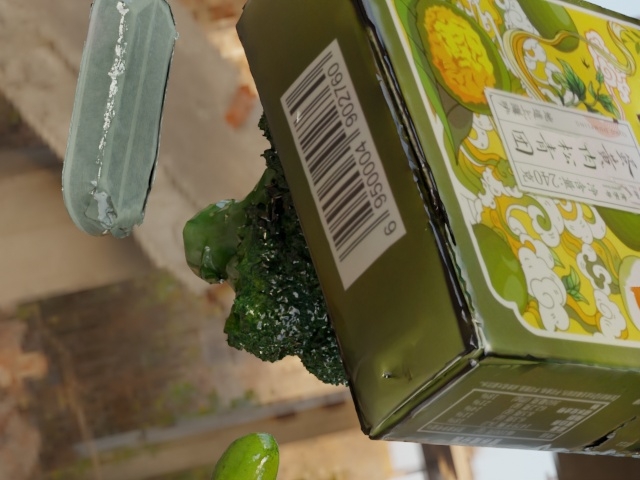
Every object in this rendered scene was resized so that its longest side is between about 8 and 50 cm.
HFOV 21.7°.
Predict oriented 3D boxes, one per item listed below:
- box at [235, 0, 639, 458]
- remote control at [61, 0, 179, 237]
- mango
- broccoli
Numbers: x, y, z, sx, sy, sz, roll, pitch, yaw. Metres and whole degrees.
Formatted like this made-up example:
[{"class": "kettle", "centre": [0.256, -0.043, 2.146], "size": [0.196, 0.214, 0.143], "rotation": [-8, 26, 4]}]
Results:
[{"class": "box", "centre": [0.166, -0.027, 1.278], "size": [0.138, 0.420, 0.373], "rotation": [-41, -126, 36]}, {"class": "remote control", "centre": [-0.186, -0.125, 1.565], "size": [0.104, 0.052, 0.247], "rotation": [23, 73, -60]}, {"class": "mango", "centre": [-0.082, 0.257, 1.826], "size": [0.073, 0.108, 0.056], "rotation": [44, 16, 35]}, {"class": "broccoli", "centre": [0.000, 0.000, 1.431], "size": [0.269, 0.269, 0.254], "rotation": [88, 16, -74]}]
